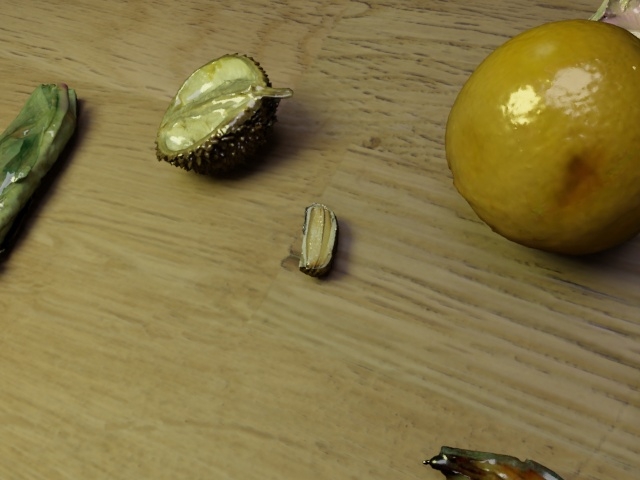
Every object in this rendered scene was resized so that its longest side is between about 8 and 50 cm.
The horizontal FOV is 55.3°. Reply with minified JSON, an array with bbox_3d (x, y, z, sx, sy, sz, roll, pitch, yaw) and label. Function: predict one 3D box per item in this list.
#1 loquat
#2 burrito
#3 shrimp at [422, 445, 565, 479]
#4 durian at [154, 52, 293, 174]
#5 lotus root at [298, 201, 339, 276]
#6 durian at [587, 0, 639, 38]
[{"bbox_3d":[0.217,-0.088,0.537,0.208,0.208,0.208,-6,56,10],"label":"loquat"},{"bbox_3d":[-0.385,-0.091,0.771,0.096,0.066,0.309,3,55,19],"label":"burrito"},{"bbox_3d":[0.088,0.256,0.419,0.290,0.054,0.222,-8,57,-3],"label":"shrimp"},{"bbox_3d":[-0.103,-0.138,0.715,0.188,0.091,0.148,-14,53,32],"label":"durian"},{"bbox_3d":[0.000,0.001,0.637,0.037,0.030,0.083,2,59,7],"label":"lotus root"},{"bbox_3d":[0.359,-0.240,0.688,0.224,0.078,0.140,-40,69,-1],"label":"durian"}]
